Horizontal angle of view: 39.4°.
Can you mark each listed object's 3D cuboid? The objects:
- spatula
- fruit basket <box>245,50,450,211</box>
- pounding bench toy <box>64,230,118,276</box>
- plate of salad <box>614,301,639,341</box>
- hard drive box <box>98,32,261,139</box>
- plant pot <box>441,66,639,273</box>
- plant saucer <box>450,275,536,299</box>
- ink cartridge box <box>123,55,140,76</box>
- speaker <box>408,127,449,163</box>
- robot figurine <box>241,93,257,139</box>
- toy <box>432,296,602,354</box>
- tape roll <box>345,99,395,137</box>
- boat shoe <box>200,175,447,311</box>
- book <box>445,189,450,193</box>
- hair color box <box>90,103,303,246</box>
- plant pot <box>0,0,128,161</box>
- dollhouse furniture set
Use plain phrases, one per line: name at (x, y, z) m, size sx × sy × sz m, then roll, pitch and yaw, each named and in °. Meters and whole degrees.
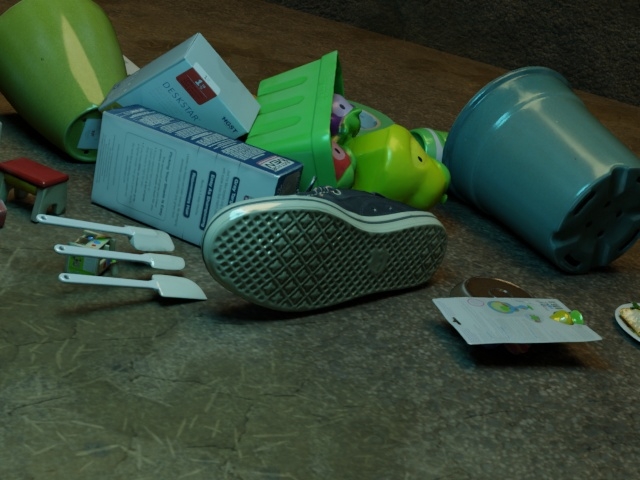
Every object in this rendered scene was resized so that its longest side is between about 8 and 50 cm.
spatula at (-0.296, 0.023, 1.320) m, size 0.242 × 0.019 × 0.168 m, roll 8°, pitch 39°, yaw -44°
fruit basket at (0.062, -0.167, 1.693) m, size 0.392 × 0.283 × 0.392 m, roll -6°, pitch 36°, yaw 4°
pounding bench toy at (-0.332, 0.026, 1.350) m, size 0.083 × 0.052 × 0.065 m, roll 16°, pitch 23°, yaw 7°
plate of salad at (0.621, 0.153, 1.572) m, size 0.200 × 0.048 × 0.200 m, roll 11°, pitch 23°, yaw -5°
hard drive box at (-0.259, -0.245, 1.642) m, size 0.181 × 0.232 × 0.089 m, roll 48°, pitch 37°, yaw -27°
plant pot at (0.479, -0.129, 1.817) m, size 0.341 × 0.341 × 0.334 m, roll -1°, pitch 35°, yaw -30°
plant saucer at (0.309, 0.104, 1.544) m, size 0.168 × 0.029 × 0.168 m, roll 11°, pitch 23°, yaw -5°
ink cartridge box at (-0.455, -0.400, 2.237) m, size 0.239 × 0.060 × 0.275 m, roll -5°, pitch 29°, yaw -33°
speaker at (0.318, -0.179, 2.009) m, size 0.297 × 0.131 × 0.131 m, roll 4°, pitch 25°, yaw -33°
robot figurine at (-0.211, -0.302, 2.040) m, size 0.291 × 0.085 × 0.211 m, roll 26°, pitch -12°, yaw 36°
toy at (0.307, 0.143, 1.419) m, size 0.237 × 0.056 × 0.137 m, roll -2°, pitch 26°, yaw -19°
tape roll at (0.024, -0.278, 2.192) m, size 0.321 × 0.077 × 0.321 m, roll 12°, pitch 23°, yaw -5°
boat shoe at (0.000, 0.000, 1.433) m, size 0.500 × 0.186 × 0.156 m, roll -2°, pitch 26°, yaw -45°
book at (0.286, -0.153, 2.104) m, size 0.096 × 0.035 × 0.144 m, roll 28°, pitch 28°, yaw 24°
hair color box at (-0.217, -0.098, 1.538) m, size 0.347 × 0.173 × 0.105 m, roll 22°, pitch 24°, yaw 18°
plant pot at (-0.492, -0.301, 1.786) m, size 0.275 × 0.274 × 0.293 m, roll -6°, pitch 45°, yaw -37°
dollhouse furniture set at (-0.621, -0.150, 1.467) m, size 0.374 × 0.152 × 0.201 m, roll 21°, pitch 25°, yaw 18°
